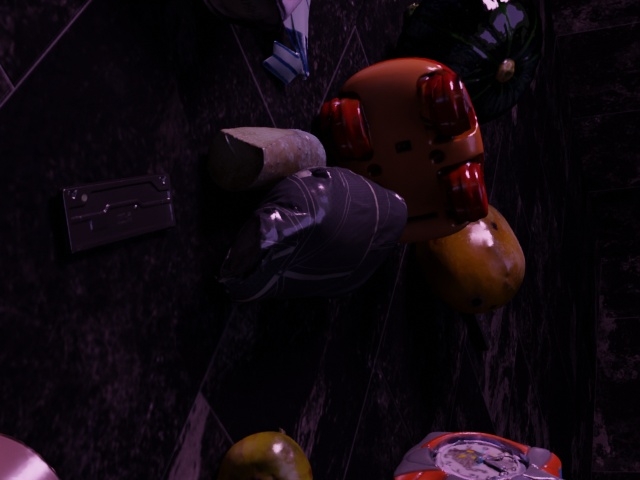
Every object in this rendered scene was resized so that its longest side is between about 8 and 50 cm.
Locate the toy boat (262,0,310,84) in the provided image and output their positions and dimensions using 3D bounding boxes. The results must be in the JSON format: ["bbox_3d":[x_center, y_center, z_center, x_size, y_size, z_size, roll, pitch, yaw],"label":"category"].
[{"bbox_3d":[-0.026,-0.339,1.103,0.210,0.070,0.291,-37,123,-58],"label":"toy boat"}]

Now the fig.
[{"bbox_3d":[-0.037,0.225,0.919,0.166,0.093,0.093,5,80,-67],"label":"fig"}]

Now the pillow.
[{"bbox_3d":[0.000,0.000,1.009,0.161,0.093,0.335,-61,161,10],"label":"pillow"}]

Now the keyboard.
[{"bbox_3d":[-0.164,-0.025,0.775,0.155,0.010,0.053,-19,104,-66],"label":"keyboard"}]

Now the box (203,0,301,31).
[{"bbox_3d":[-0.011,-0.396,0.949,0.369,0.112,0.190,-54,145,-28],"label":"box"}]

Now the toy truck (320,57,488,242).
[{"bbox_3d":[0.123,-0.126,1.260,0.239,0.189,0.264,-71,148,-63],"label":"toy truck"}]

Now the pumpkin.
[{"bbox_3d":[0.217,-0.311,1.507,0.248,0.248,0.248,-5,90,-67],"label":"pumpkin"}]

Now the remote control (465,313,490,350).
[{"bbox_3d":[0.279,0.111,1.753,0.063,0.025,0.245,-73,148,-43],"label":"remote control"}]

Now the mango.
[{"bbox_3d":[0.240,0.020,1.533,0.329,0.176,0.176,-39,145,-84],"label":"mango"}]

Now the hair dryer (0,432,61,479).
[{"bbox_3d":[-0.260,0.076,0.457,0.189,0.107,0.344,-40,112,-60],"label":"hair dryer"}]

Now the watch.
[{"bbox_3d":[0.213,0.439,1.305,0.305,0.241,0.274,-46,140,-63],"label":"watch"}]

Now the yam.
[{"bbox_3d":[-0.053,-0.085,0.980,0.169,0.068,0.068,-8,93,-67],"label":"yam"}]
